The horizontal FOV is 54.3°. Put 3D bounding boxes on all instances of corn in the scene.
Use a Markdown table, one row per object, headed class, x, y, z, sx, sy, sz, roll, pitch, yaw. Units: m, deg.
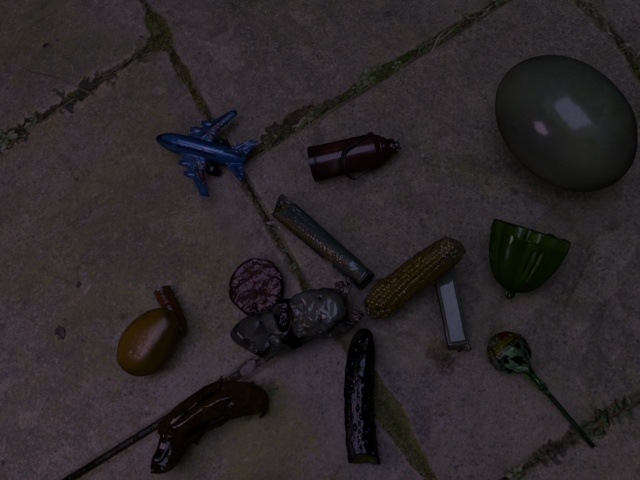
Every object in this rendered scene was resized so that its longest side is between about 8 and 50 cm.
| class | x | y | z | sx | sy | sz | roll | pitch | yaw |
| --- | --- | --- | --- | --- | --- | --- | --- | --- | --- |
| corn | 0.209 | 0.088 | 1.427 | 0.288 | 0.086 | 0.087 | -41 | 66 | 31 |

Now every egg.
| class | x | y | z | sx | sy | sz | roll | pitch | yaw |
| --- | --- | --- | --- | --- | --- | --- | --- | --- | --- |
| egg | 0.552 | -0.267 | 1.415 | 0.258 | 0.258 | 0.352 | -34 | 74 | 1 |

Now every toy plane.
| class | x | y | z | sx | sy | sz | roll | pitch | yaw |
| --- | --- | --- | --- | --- | --- | --- | --- | --- | --- |
| toy plane | -0.314 | -0.243 | 1.682 | 0.271 | 0.105 | 0.254 | 12 | 76 | 17 |

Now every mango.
| class | x | y | z | sx | sy | sz | roll | pitch | yaw |
| --- | --- | --- | --- | --- | --- | --- | --- | --- | --- |
| mango | -0.422 | 0.250 | 1.549 | 0.195 | 0.098 | 0.137 | -41 | 65 | 11 |

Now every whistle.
| class | x | y | z | sx | sy | sz | roll | pitch | yaw |
| --- | --- | --- | --- | --- | --- | --- | --- | --- | --- |
| whistle | 0.001 | 0.000 | 1.561 | 0.326 | 0.057 | 0.068 | 42 | 128 | 21 |

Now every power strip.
| class | x | y | z | sx | sy | sz | roll | pitch | yaw |
| --- | --- | --- | --- | --- | --- | --- | --- | --- | --- |
| power strip | 0.296 | 0.127 | 1.447 | 0.052 | 0.078 | 0.272 | -12 | 71 | 8 |

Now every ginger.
| class | x | y | z | sx | sy | sz | roll | pitch | yaw |
| --- | --- | --- | --- | --- | --- | --- | --- | --- | --- |
| ginger | -0.274 | 0.418 | 1.473 | 0.309 | 0.107 | 0.133 | -29 | 86 | 1 |

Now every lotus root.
| class | x | y | z | sx | sy | sz | roll | pitch | yaw |
| --- | --- | --- | --- | --- | --- | --- | --- | --- | --- |
| lotus root | 0.452 | 0.053 | 1.406 | 0.186 | 0.186 | 0.186 | -4 | 73 | 11 |

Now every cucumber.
| class | x | y | z | sx | sy | sz | roll | pitch | yaw |
| --- | --- | --- | --- | --- | --- | --- | --- | --- | --- |
| cucumber | 0.091 | 0.353 | 1.427 | 0.081 | 0.072 | 0.304 | -6 | 71 | 13 |

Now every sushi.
| class | x | y | z | sx | sy | sz | roll | pitch | yaw |
| --- | --- | --- | --- | --- | --- | --- | --- | --- | --- |
| sushi | -0.062 | 0.196 | 1.478 | 0.331 | 0.130 | 0.124 | -20 | 74 | 4 |

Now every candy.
| class | x | y | z | sx | sy | sz | roll | pitch | yaw |
| --- | --- | --- | --- | --- | --- | --- | --- | --- | --- |
| candy | 0.480 | 0.328 | 1.357 | 0.091 | 0.083 | 0.305 | -38 | 77 | -3 |

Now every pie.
| class | x | y | z | sx | sy | sz | roll | pitch | yaw |
| --- | --- | --- | --- | --- | --- | --- | --- | --- | --- |
| pie | -0.162 | 0.118 | 1.574 | 0.154 | 0.036 | 0.155 | -4 | 73 | 11 |

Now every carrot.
| class | x | y | z | sx | sy | sz | roll | pitch | yaw |
| --- | --- | --- | --- | --- | --- | --- | --- | --- | --- |
| carrot | -0.377 | 0.182 | 1.599 | 0.048 | 0.048 | 0.139 | -33 | 72 | 1 |

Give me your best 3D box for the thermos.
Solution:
| class | x | y | z | sx | sy | sz | roll | pitch | yaw |
| --- | --- | --- | --- | --- | --- | --- | --- | --- | --- |
| thermos | 0.088 | -0.222 | 1.596 | 0.231 | 0.099 | 0.124 | -13 | 33 | 7 |
